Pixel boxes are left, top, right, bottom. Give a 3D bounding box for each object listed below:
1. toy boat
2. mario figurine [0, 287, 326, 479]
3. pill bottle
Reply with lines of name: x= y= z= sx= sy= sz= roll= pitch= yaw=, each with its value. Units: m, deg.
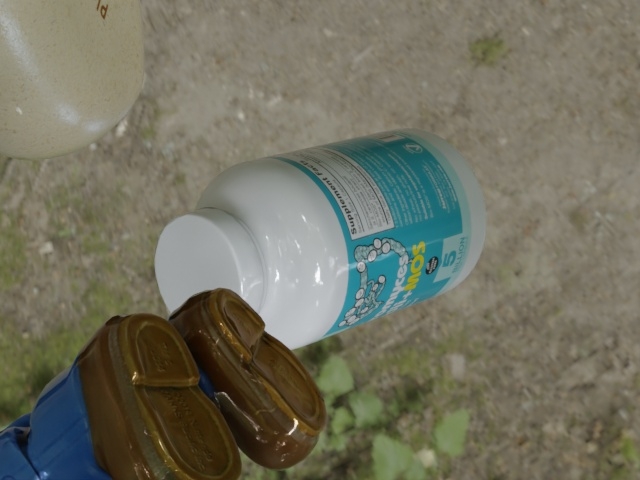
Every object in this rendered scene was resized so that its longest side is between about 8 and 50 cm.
toy boat: x=-0.196 y=-0.210 z=0.866 sx=0.148 sy=0.318 sz=0.267 roll=1 pitch=147 yaw=17
mario figurine: x=-0.135 y=0.161 z=0.575 sx=0.320 sy=0.170 sz=0.198 roll=-36 pitch=137 yaw=25
pill bottle: x=0.000 y=0.000 z=1.033 sx=0.264 sy=0.146 sz=0.146 roll=-16 pitch=131 yaw=-45
